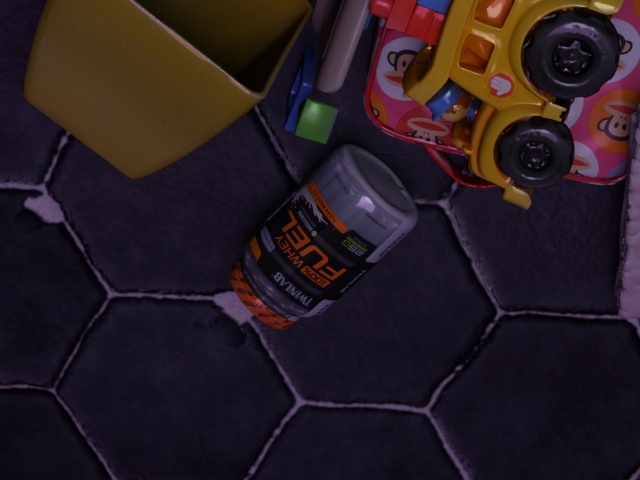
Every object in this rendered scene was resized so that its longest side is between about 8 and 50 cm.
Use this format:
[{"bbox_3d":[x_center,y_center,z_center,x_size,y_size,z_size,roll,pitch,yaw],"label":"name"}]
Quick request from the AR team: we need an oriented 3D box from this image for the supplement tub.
[{"bbox_3d":[0.000,0.000,1.422,0.117,0.117,0.190,41,111,-12],"label":"supplement tub"}]

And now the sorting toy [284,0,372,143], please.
[{"bbox_3d":[0.042,-0.246,1.270,0.047,0.196,0.347,16,115,-10],"label":"sorting toy"}]

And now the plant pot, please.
[{"bbox_3d":[-0.165,-0.189,1.318,0.212,0.212,0.187,38,124,-11],"label":"plant pot"}]

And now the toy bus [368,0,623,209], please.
[{"bbox_3d":[0.139,-0.164,1.190,0.211,0.149,0.220,17,120,-3],"label":"toy bus"}]

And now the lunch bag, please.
[{"bbox_3d":[0.193,-0.169,1.327,0.293,0.120,0.258,15,115,-2],"label":"lunch bag"}]

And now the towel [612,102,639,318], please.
[{"bbox_3d":[0.451,-0.031,1.323,0.317,0.053,0.332,-2,144,6],"label":"towel"}]
